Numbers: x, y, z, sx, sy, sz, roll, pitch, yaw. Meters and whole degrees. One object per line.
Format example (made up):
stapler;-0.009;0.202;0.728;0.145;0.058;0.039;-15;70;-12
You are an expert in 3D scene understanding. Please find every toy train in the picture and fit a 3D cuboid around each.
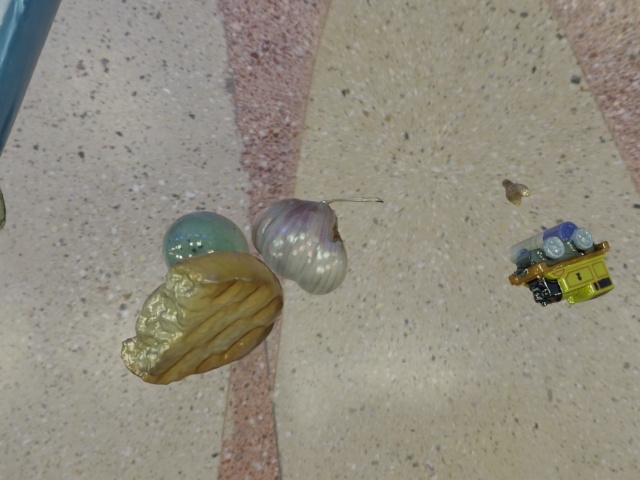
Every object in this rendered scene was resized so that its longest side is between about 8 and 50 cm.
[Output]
toy train;0.432;0.054;1.143;0.219;0.089;0.127;-13;76;-27

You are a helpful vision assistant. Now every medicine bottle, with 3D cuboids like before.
medicine bottle;0.539;0.010;1.567;0.059;0.231;0.059;3;76;-13

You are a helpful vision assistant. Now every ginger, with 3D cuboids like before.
ginger;0.373;-0.089;1.235;0.030;0.097;0.048;-27;109;-4

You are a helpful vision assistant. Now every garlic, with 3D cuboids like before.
garlic;0.000;0.000;1.284;0.256;0.207;0.207;-26;92;-21

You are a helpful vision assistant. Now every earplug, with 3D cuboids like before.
earplug;-0.373;-0.195;0.695;0.132;0.132;0.273;16;89;7

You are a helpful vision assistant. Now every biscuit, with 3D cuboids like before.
biscuit;-0.169;0.115;0.975;0.274;0.213;0.091;-50;54;28

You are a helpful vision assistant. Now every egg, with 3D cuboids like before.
egg;-0.235;0.027;1.344;0.169;0.236;0.169;-5;71;15

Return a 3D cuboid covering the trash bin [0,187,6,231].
trash bin;-0.482;0.022;0.443;0.280;0.432;0.281;25;139;23
